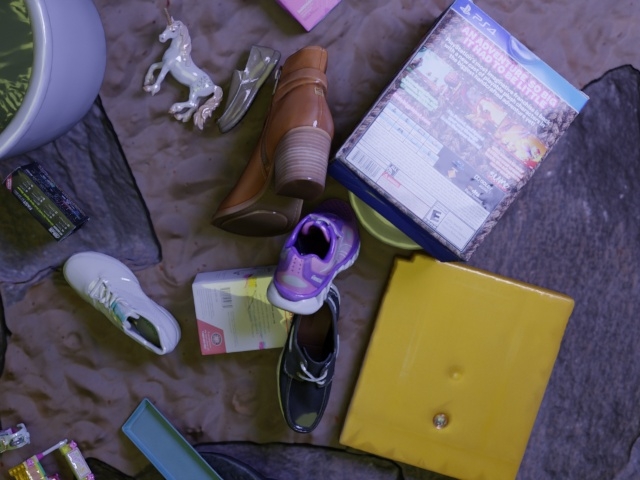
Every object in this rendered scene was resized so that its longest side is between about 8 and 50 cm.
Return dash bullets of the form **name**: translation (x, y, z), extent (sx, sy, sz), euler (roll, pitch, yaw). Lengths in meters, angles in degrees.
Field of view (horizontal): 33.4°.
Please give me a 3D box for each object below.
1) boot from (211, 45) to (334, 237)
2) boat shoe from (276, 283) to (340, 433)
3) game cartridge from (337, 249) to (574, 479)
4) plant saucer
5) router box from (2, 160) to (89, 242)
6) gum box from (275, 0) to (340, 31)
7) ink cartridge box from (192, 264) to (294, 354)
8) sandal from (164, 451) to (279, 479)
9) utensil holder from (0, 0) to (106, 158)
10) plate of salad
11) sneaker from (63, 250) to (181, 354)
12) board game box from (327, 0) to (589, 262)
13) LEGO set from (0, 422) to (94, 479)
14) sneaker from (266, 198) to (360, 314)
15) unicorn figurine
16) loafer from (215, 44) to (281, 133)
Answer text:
- **boot**: translation (-0.070, -0.137, 1.545), extent (0.109, 0.283, 0.220), euler (12, 65, -21)
- **boat shoe**: translation (-0.017, 0.178, 1.559), extent (0.084, 0.079, 0.233), euler (8, 103, -7)
- **game cartridge**: translation (0.206, 0.199, 1.642), extent (0.285, 0.053, 0.324), euler (17, 97, -2)
- **plant saucer**: translation (-0.226, 0.330, 1.640), extent (0.192, 0.018, 0.067), euler (42, 98, 24)
- **router box**: translation (-0.406, -0.058, 1.582), extent (0.038, 0.092, 0.122), euler (-41, 96, 7)
- **gum box**: translation (0.007, -0.397, 1.536), extent (0.188, 0.062, 0.107), euler (-43, 96, 7)
- **ink cartridge box**: translation (-0.087, 0.101, 1.615), extent (0.198, 0.067, 0.115), euler (-6, 103, 2)
- **sandal**: translation (-0.041, 0.460, 1.629), extent (0.445, 0.107, 0.168), euler (23, 93, 15)
- **utensil holder**: translation (-0.472, -0.256, 1.403), extent (0.327, 0.385, 0.328), euler (0, 100, 0)
- **plate of salad**: translation (0.140, -0.083, 1.593), extent (0.199, 0.048, 0.200), euler (0, 100, 1)
- **sneaker**: translation (-0.301, 0.095, 1.605), extent (0.212, 0.094, 0.080), euler (38, 99, -5)
- **board game box**: translation (0.185, -0.151, 1.502), extent (0.232, 0.141, 0.291), euler (39, 84, -5)
- **LEGO set**: translation (-0.420, 0.420, 1.677), extent (0.132, 0.107, 0.287), euler (-2, 107, 36)
- **sneaker**: translation (0.000, 0.000, 1.516), extent (0.095, 0.236, 0.105), euler (16, 128, 12)
- **unicorn figurine**: translation (-0.209, -0.250, 1.571), extent (0.111, 0.060, 0.162), euler (-45, 112, 7)
- **loafer**: translation (-0.114, -0.225, 1.573), extent (0.050, 0.056, 0.148), euler (34, 88, -4)
